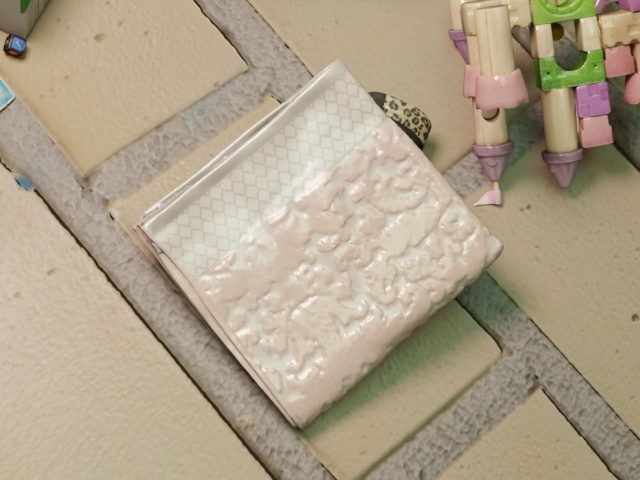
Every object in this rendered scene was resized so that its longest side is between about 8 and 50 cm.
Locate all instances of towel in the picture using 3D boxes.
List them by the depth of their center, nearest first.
[{"bbox_3d":[0.000,0.000,1.624,0.332,0.053,0.317,-40,93,-7],"label":"towel"}]

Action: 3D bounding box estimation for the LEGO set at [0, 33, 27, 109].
[{"bbox_3d":[-0.477,-0.204,1.668,0.244,0.060,0.182,-48,113,-26],"label":"LEGO set"}]

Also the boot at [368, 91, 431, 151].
[{"bbox_3d":[0.019,-0.110,1.728,0.236,0.085,0.179,20,61,-3],"label":"boot"}]

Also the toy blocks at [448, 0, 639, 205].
[{"bbox_3d":[0.319,-0.196,1.776,0.288,0.309,0.260,-10,103,-3],"label":"toy blocks"}]

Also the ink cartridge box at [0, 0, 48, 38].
[{"bbox_3d":[-0.358,-0.381,1.716,0.086,0.153,0.208,25,67,-1],"label":"ink cartridge box"}]
